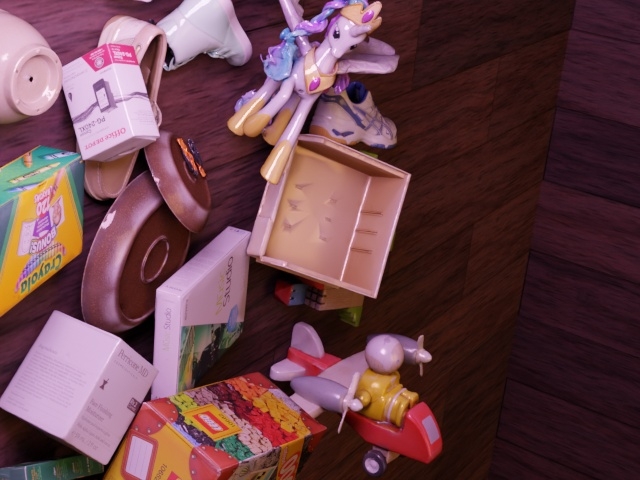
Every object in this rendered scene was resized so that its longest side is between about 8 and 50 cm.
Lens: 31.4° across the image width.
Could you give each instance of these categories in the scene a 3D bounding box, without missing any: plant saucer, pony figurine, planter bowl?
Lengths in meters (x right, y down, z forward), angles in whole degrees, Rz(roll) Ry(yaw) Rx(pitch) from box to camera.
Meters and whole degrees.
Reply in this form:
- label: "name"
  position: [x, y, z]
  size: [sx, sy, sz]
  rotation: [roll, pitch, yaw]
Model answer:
- label: "plant saucer"
  position: [-0.301, 0.026, 1.957]
  size: [0.311, 0.050, 0.311]
  rotation: [-57, 161, -33]
- label: "plant saucer"
  position: [-0.234, -0.109, 1.928]
  size: [0.199, 0.036, 0.199]
  rotation: [60, 13, -22]
- label: "pony figurine"
  position: [-0.015, -0.319, 2.055]
  size: [0.363, 0.302, 0.351]
  rotation: [-51, -162, 20]
- label: "planter bowl"
  position: [-0.428, -0.231, 1.573]
  size: [0.162, 0.109, 0.162]
  rotation: [-38, 139, -44]

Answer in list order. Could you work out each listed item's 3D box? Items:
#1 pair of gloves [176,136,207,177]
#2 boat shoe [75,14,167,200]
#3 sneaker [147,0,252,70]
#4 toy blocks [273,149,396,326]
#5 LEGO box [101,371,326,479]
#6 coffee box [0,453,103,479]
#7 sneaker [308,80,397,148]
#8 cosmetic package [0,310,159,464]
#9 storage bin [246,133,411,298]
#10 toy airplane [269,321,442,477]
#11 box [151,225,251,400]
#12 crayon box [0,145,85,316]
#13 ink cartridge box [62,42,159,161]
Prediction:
- label: "pair of gloves"
  position: [-0.218, -0.143, 1.949]
  size: [0.074, 0.010, 0.083]
  rotation: [65, 11, 2]
- label: "boat shoe"
  position: [-0.308, -0.200, 1.807]
  size: [0.109, 0.098, 0.302]
  rotation: [-12, 119, -58]
- label: "sneaker"
  position: [-0.209, -0.338, 1.935]
  size: [0.151, 0.094, 0.256]
  rotation: [-40, 163, -3]
- label: "toy blocks"
  position: [0.000, 0.000, 2.429]
  size: [0.260, 0.190, 0.382]
  rotation: [-3, 110, -47]
- label: "LEGO box"
  position: [-0.257, 0.514, 2.103]
  size: [0.372, 0.193, 0.500]
  rotation: [-6, 130, -60]
- label: "coffee box"
  position: [-0.463, 0.385, 1.888]
  size: [0.184, 0.113, 0.041]
  rotation: [3, 77, -62]
- label: "sneaker"
  position: [0.092, -0.273, 2.452]
  size: [0.296, 0.111, 0.131]
  rotation: [-5, 111, -60]
- label: "cosmetic package"
  position: [-0.396, 0.242, 1.876]
  size: [0.184, 0.151, 0.151]
  rotation: [-62, 152, -16]
- label: "storage bin"
  position: [0.015, -0.050, 2.258]
  size: [0.260, 0.123, 0.262]
  rotation: [20, 84, -37]
- label: "toy airplane"
  position: [0.084, 0.301, 2.527]
  size: [0.386, 0.384, 0.272]
  rotation: [-100, -147, -53]
- label: "box"
  position: [-0.220, 0.137, 2.136]
  size: [0.322, 0.058, 0.232]
  rotation: [-46, 147, -60]
- label: "crayon box"
  position: [-0.437, -0.016, 1.637]
  size: [0.278, 0.081, 0.165]
  rotation: [-54, 153, -64]
- label: "ink cartridge box"
  position: [-0.318, -0.205, 1.710]
  size: [0.063, 0.109, 0.151]
  rotation: [-5, 76, -59]
